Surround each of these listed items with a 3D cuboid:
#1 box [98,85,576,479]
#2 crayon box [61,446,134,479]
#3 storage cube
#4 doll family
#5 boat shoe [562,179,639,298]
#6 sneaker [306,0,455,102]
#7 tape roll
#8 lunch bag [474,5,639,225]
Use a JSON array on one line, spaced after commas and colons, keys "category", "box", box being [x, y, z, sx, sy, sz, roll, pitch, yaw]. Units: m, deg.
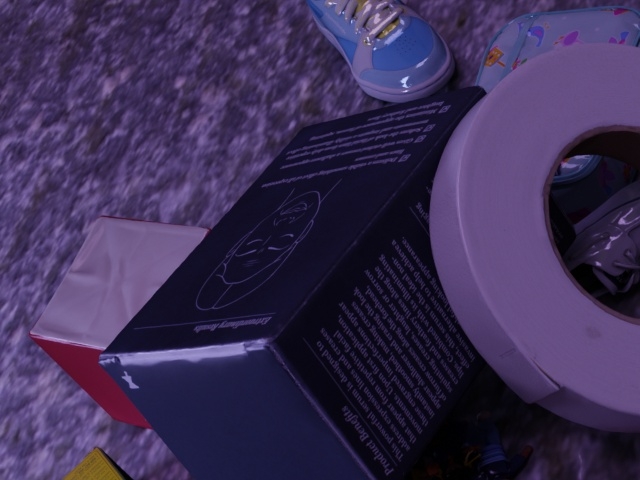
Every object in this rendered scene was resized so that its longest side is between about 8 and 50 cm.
[{"category": "box", "box": [0.023, 0.056, 1.650, 0.293, 0.212, 0.395, -8, 34, 50]}, {"category": "crayon box", "box": [-0.237, 0.386, 1.737, 0.202, 0.081, 0.318, -43, 35, -7]}, {"category": "storage cube", "box": [-0.194, 0.104, 1.896, 0.215, 0.193, 0.183, 8, 58, 37]}, {"category": "doll family", "box": [0.124, 0.242, 1.651, 0.193, 0.076, 0.111, -29, 38, 4]}, {"category": "boat shoe", "box": [0.310, 0.021, 1.719, 0.258, 0.095, 0.084, -34, 45, 19]}, {"category": "sneaker", "box": [0.044, -0.318, 2.098, 0.127, 0.208, 0.319, -40, 43, -5]}, {"category": "tape roll", "box": [0.295, -0.005, 1.556, 0.392, 0.392, 0.072, -63, 9, -26]}, {"category": "lunch bag", "box": [0.270, -0.145, 1.868, 0.224, 0.108, 0.279, 4, 56, 36]}]
